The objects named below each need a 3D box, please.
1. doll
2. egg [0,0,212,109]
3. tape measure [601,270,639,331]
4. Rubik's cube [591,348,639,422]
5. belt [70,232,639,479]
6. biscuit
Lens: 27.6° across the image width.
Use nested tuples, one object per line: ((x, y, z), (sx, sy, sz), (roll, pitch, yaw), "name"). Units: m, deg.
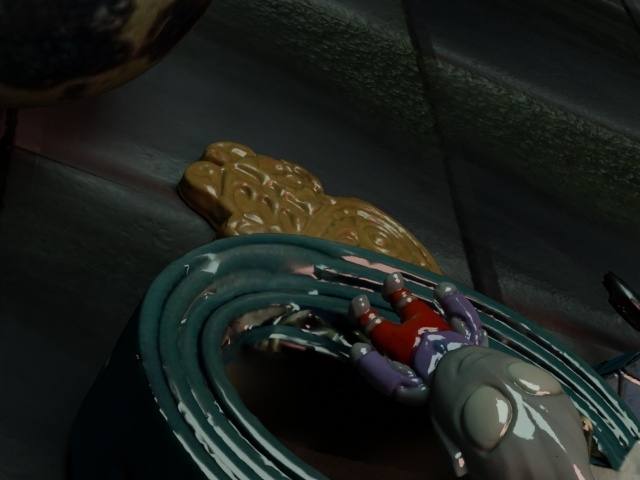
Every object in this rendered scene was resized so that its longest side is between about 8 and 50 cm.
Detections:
((0.109, 0.109, 0.842), (0.102, 0.075, 0.227), (-31, 60, -25), "doll")
((-0.279, -0.285, 1.092), (0.428, 0.345, 0.345), (3, 43, -36), "egg")
((0.452, 0.134, 1.382), (0.351, 0.098, 0.215), (42, 35, 9), "tape measure")
((0.230, 0.199, 1.153), (0.178, 0.211, 0.190), (-10, 73, -19), "Rubik's cube")
((0.046, 0.170, 0.927), (0.436, 0.173, 0.300), (19, 43, -14), "belt")
((0.001, -0.001, 1.238), (0.288, 0.044, 0.202), (38, 33, 4), "biscuit")
